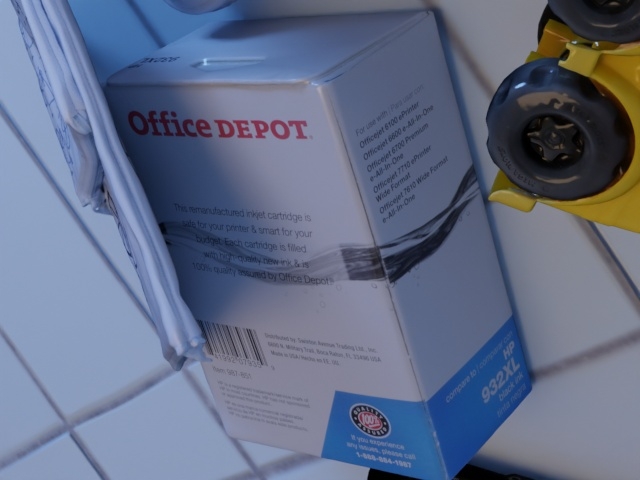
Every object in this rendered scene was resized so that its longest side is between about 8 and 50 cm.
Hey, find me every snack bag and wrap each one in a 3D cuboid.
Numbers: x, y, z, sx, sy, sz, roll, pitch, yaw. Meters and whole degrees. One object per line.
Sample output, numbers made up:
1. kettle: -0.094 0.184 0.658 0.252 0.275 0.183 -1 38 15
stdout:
1. snack bag: -0.165 -0.059 1.018 0.323 0.037 0.342 137 111 -79

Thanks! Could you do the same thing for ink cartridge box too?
1. ink cartridge box: 0.000 0.000 1.003 0.223 0.129 0.307 5 122 42

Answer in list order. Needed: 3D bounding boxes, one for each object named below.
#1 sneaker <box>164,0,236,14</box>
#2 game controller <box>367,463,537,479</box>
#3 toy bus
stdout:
1. sneaker: -0.169 -0.294 0.882 0.137 0.210 0.365 7 123 40
2. game controller: 0.171 0.264 1.088 0.319 0.067 0.166 11 125 37
3. toy bus: 0.215 -0.096 0.739 0.211 0.149 0.220 24 131 10
